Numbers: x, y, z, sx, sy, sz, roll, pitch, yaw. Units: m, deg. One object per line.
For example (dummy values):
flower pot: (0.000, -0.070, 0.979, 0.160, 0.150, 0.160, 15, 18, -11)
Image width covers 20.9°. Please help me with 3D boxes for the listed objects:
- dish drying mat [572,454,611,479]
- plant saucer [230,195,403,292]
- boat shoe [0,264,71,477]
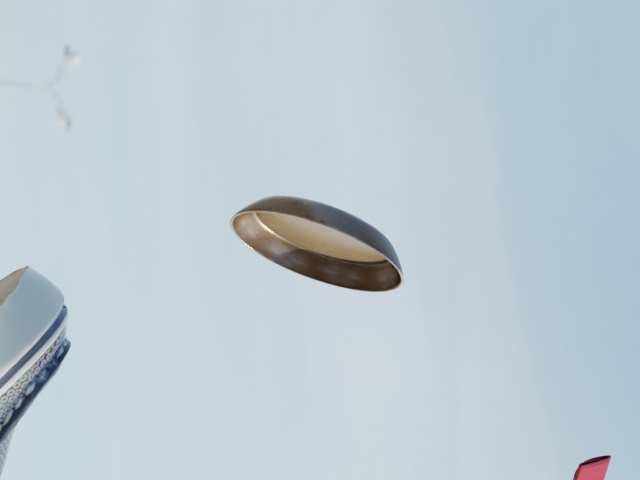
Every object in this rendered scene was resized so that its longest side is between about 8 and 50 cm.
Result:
dish drying mat: (0.195, 0.197, 1.305, 0.008, 0.032, 0.083, 43, -48, 44)
plant saucer: (0.000, 0.000, 1.594, 0.168, 0.168, 0.029, 144, -33, -69)
boat shoe: (-0.204, 0.172, 0.924, 0.340, 0.158, 0.127, -45, -170, 23)
